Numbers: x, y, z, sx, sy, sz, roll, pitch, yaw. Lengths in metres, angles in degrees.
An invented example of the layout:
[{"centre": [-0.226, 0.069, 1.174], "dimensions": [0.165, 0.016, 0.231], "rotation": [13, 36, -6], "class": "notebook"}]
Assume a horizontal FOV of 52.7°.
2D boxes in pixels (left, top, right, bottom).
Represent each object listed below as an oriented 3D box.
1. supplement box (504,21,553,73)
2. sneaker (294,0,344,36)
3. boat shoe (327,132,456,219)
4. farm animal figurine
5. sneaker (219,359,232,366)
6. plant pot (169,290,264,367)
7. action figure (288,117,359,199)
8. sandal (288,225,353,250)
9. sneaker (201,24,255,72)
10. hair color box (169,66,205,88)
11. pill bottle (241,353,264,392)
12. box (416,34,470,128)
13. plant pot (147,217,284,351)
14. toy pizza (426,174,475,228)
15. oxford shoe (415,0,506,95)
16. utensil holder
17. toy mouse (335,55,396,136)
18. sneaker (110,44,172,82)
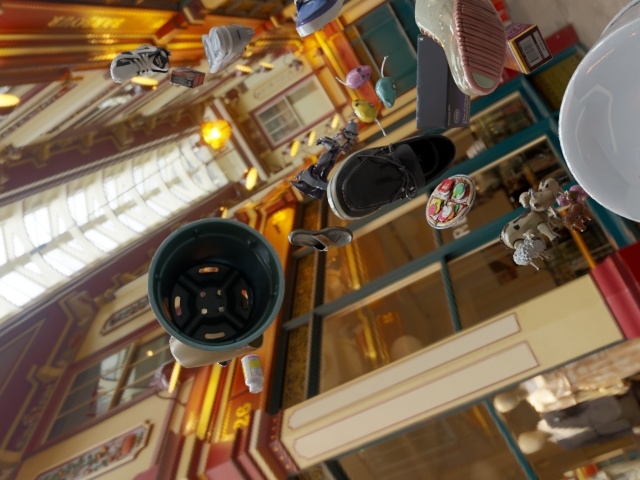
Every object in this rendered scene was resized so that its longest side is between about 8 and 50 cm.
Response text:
[{"centre": [0.546, -0.529, 1.767], "dimensions": [0.104, 0.081, 0.188], "rotation": [56, -171, -19], "class": "supplement box"}, {"centre": [-0.034, -0.718, 1.715], "dimensions": [0.236, 0.130, 0.322], "rotation": [51, -131, -30], "class": "sneaker"}, {"centre": [0.220, -0.206, 1.915], "dimensions": [0.500, 0.156, 0.186], "rotation": [-27, -79, -36], "class": "boat shoe"}, {"centre": [0.721, -0.089, 2.128], "dimensions": [0.172, 0.327, 0.330], "rotation": [41, -167, -6], "class": "farm animal figurine"}, {"centre": [-0.344, 0.418, 2.370], "dimensions": [0.073, 0.063, 0.162], "rotation": [50, -174, -18], "class": "sneaker"}, {"centre": [-0.354, 0.303, 2.092], "dimensions": [0.237, 0.254, 0.237], "rotation": [55, -166, -20], "class": "plant pot"}, {"centre": [0.030, -0.268, 2.033], "dimensions": [0.099, 0.285, 0.185], "rotation": [41, -167, 23], "class": "action figure"}, {"centre": [0.000, 0.000, 2.174], "dimensions": [0.090, 0.219, 0.060], "rotation": [90, -179, -47], "class": "sandal"}, {"centre": [-0.248, -0.521, 1.752], "dimensions": [0.281, 0.115, 0.105], "rotation": [-153, 49, -68], "class": "sneaker"}, {"centre": [-0.517, -0.638, 2.526], "dimensions": [0.093, 0.053, 0.167], "rotation": [15, -159, -1], "class": "hair color box"}, {"centre": [-0.156, 0.310, 1.503], "dimensions": [0.043, 0.043, 0.083], "rotation": [39, -151, -50], "class": "pill bottle"}, {"centre": [0.360, -0.457, 1.870], "dimensions": [0.184, 0.103, 0.261], "rotation": [-17, -70, -52], "class": "box"}, {"centre": [-0.290, 0.144, 1.770], "dimensions": [0.341, 0.341, 0.334], "rotation": [65, 164, 7], "class": "plant pot"}, {"centre": [0.421, -0.132, 2.124], "dimensions": [0.032, 0.201, 0.201], "rotation": [31, -147, -32], "class": "toy pizza"}, {"centre": [0.282, -0.454, 1.353], "dimensions": [0.140, 0.146, 0.397], "rotation": [14, -119, -32], "class": "oxford shoe"}, {"centre": [0.567, -0.231, 1.010], "dimensions": [0.327, 0.328, 0.385], "rotation": [60, -142, -6], "class": "utensil holder"}, {"centre": [0.099, -0.310, 1.309], "dimensions": [0.161, 0.143, 0.031], "rotation": [43, -138, 14], "class": "toy mouse"}, {"centre": [-0.608, -0.618, 2.248], "dimensions": [0.235, 0.153, 0.094], "rotation": [-48, -44, -52], "class": "sneaker"}]
